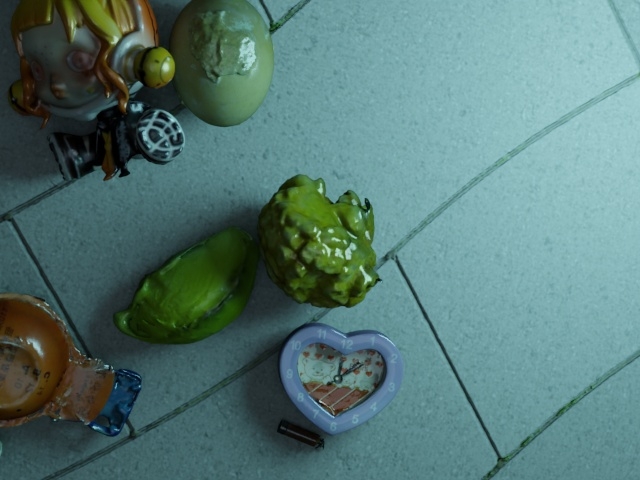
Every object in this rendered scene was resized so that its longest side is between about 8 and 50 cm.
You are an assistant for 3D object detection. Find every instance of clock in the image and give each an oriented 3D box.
[{"bbox_3d":[0.027,0.220,1.849,0.198,0.064,0.172,8,95,-7],"label":"clock"}]

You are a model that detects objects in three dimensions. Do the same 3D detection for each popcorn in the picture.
[{"bbox_3d":[0.000,0.002,1.758,0.169,0.189,0.218,-16,142,25],"label":"popcorn"}]

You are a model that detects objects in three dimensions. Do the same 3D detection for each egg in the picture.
[{"bbox_3d":[-0.147,-0.269,1.731,0.164,0.164,0.201,-4,101,-6],"label":"egg"}]

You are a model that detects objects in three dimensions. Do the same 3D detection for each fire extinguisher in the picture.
[{"bbox_3d":[-0.029,0.315,1.875,0.083,0.022,0.028,23,131,-9],"label":"fire extinguisher"}]

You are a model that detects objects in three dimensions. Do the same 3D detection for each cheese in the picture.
[{"bbox_3d":[-0.435,0.199,1.768,0.329,0.129,0.217,23,90,-20],"label":"cheese"}]

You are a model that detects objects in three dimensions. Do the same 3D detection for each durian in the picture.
[{"bbox_3d":[-0.193,0.083,1.798,0.250,0.101,0.139,-43,63,-1],"label":"durian"}]

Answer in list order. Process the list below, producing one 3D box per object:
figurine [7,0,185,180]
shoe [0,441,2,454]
[{"bbox_3d":[-0.326,-0.259,1.697,0.320,0.196,0.323,-5,111,34],"label":"figurine"},{"bbox_3d":[-0.677,0.298,1.754,0.363,0.132,0.160,29,97,-12],"label":"shoe"}]
